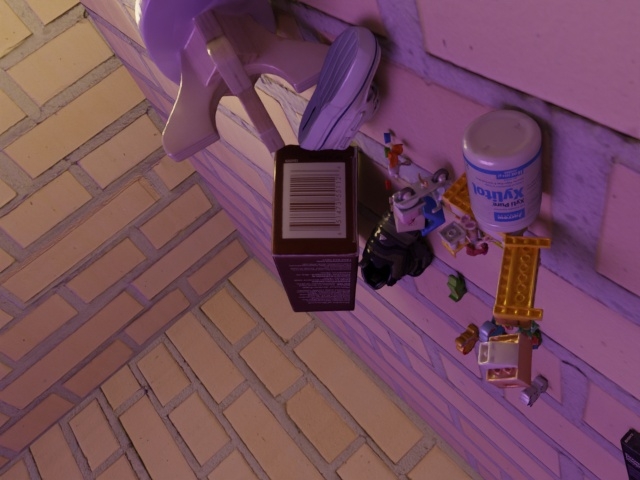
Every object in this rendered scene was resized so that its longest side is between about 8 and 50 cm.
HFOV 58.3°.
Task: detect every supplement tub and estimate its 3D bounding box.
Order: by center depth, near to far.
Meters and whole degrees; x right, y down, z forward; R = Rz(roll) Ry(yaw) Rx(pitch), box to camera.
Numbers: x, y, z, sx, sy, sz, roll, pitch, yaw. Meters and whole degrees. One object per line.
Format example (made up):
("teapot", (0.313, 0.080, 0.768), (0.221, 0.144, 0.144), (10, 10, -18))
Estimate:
("supplement tub", (0.176, -0.065, 0.552), (0.071, 0.071, 0.107), (40, 165, 39))

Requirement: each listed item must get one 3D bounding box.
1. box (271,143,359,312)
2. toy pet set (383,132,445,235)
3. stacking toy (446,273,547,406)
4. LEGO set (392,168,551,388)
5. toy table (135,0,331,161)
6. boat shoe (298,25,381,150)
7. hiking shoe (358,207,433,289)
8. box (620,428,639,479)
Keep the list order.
("box", (0.000, 0.000, 1.041), (0.381, 0.143, 0.191), (88, -178, -71))
("toy pet set", (0.129, -0.073, 0.788), (0.122, 0.065, 0.114), (76, -174, -60))
("stacking toy", (0.284, 0.167, 0.946), (0.167, 0.052, 0.221), (38, 164, 42))
("LEGO set", (0.196, 0.035, 0.650), (0.107, 0.132, 0.287), (55, -170, -51))
("toy table", (-0.115, -0.229, 0.759), (0.160, 0.252, 0.274), (62, -166, 16))
("boat shoe", (0.036, -0.180, 0.708), (0.226, 0.076, 0.083), (141, 132, -67))
("hiking shoe", (0.111, 0.028, 0.934), (0.086, 0.114, 0.227), (43, 179, 26))
("box", (0.492, 0.347, 0.812), (0.116, 0.029, 0.162), (34, 160, 51))
